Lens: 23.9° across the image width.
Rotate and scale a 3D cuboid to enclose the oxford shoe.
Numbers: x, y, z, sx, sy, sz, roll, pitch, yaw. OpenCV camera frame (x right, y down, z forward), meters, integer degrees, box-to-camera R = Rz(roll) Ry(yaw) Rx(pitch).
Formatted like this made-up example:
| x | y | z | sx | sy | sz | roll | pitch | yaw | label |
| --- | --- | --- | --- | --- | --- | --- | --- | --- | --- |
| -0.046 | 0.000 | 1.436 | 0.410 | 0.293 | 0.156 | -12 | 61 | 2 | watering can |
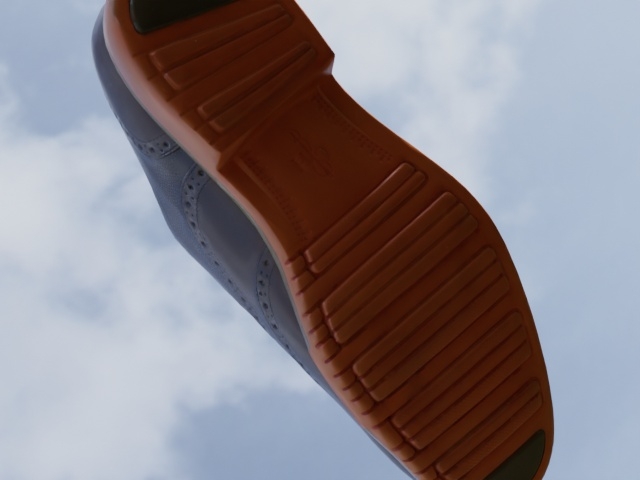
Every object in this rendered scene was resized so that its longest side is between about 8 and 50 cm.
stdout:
| x | y | z | sx | sy | sz | roll | pitch | yaw | label |
| --- | --- | --- | --- | --- | --- | --- | --- | --- | --- |
| 0.000 | 0.000 | 0.858 | 0.130 | 0.132 | 0.364 | -34 | -90 | -26 | oxford shoe |
